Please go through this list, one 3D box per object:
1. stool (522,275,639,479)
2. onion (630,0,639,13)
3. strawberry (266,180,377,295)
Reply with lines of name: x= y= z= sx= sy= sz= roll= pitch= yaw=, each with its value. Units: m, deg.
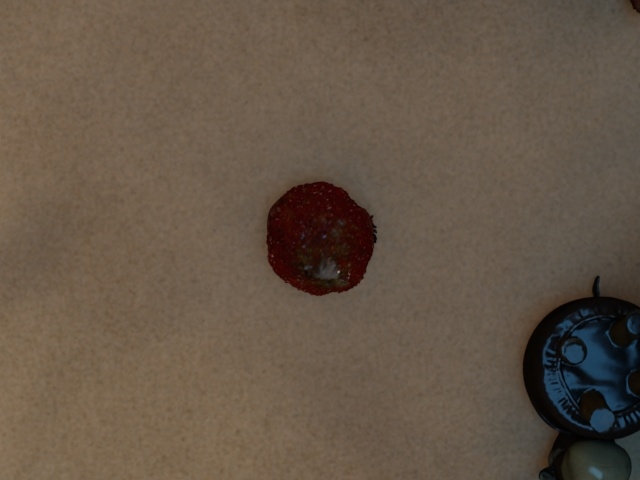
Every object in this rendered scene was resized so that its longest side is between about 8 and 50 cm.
stool: x=0.242 y=0.140 z=1.351 sx=0.125 sy=0.121 sz=0.217 roll=6 pitch=91 yaw=-6
onion: x=0.276 y=-0.291 z=1.303 sx=0.195 sy=0.140 sz=0.218 roll=-6 pitch=100 yaw=-10
strawberry: x=-0.001 y=0.001 z=1.328 sx=0.106 sy=0.106 sz=0.106 roll=0 pitch=96 yaw=-4
